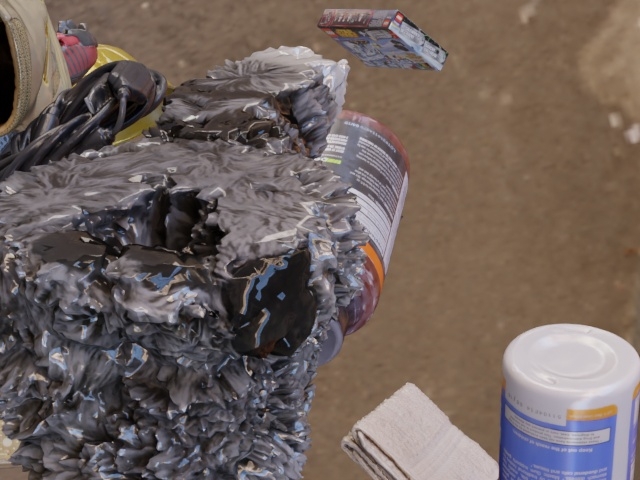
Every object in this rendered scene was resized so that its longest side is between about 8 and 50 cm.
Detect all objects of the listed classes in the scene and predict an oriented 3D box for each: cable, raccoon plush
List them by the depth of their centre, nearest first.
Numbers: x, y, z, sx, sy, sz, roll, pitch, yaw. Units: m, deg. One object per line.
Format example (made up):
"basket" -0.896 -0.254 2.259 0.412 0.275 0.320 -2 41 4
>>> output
"raccoon plush" -0.044 0.089 0.944 0.446 0.216 0.299 -39 133 -53
"cable" -0.182 -0.079 1.152 0.047 0.150 0.184 51 11 -15

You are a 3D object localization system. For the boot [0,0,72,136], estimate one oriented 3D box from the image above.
"boot" -0.284 -0.205 1.255 0.203 0.095 0.262 -78 150 -83

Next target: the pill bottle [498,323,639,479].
"pill bottle" 0.275 0.244 1.753 0.152 0.152 0.272 -32 131 -44

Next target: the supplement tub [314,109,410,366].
"supplement tub" 0.000 0.000 1.136 0.106 0.106 0.198 48 36 -25

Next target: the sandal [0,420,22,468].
"sandal" -0.347 0.168 1.348 0.240 0.079 0.088 -7 72 -11

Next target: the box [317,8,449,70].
"box" 0.072 -0.234 1.827 0.094 0.137 0.027 34 77 -36

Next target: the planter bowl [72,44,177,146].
"planter bowl" -0.286 -0.183 1.949 0.217 0.217 0.090 -11 74 -45

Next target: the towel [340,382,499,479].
"towel" 0.140 0.284 2.074 0.187 0.049 0.282 44 19 7

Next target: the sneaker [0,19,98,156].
"sneaker" -0.319 -0.112 1.530 0.276 0.097 0.135 -35 94 -26
